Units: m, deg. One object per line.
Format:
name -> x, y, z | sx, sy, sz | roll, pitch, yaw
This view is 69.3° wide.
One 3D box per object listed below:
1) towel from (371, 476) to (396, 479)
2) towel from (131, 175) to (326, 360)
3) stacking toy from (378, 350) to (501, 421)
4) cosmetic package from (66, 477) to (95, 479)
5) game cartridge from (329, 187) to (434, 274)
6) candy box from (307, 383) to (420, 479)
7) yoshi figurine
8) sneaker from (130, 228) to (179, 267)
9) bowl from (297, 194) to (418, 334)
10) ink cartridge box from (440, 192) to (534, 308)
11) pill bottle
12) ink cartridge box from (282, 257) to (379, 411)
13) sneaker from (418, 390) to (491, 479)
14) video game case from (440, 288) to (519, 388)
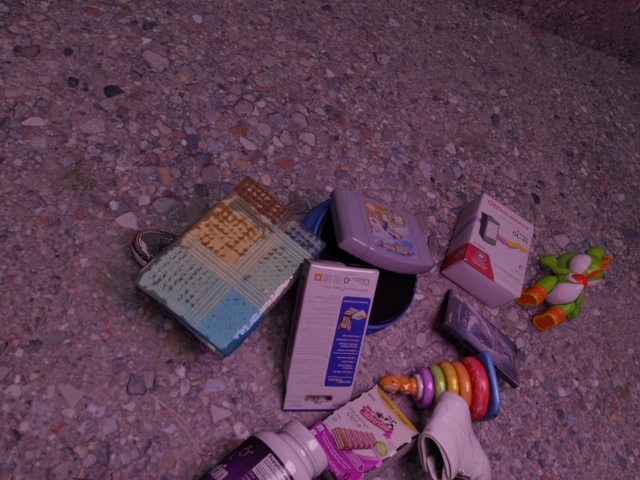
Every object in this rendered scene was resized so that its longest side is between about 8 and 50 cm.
towel -> 0.258, 0.701, 0.979 | 0.375, 0.090, 0.320 | 5, 59, 8
towel -> -0.196, 0.051, 1.069 | 0.271, 0.040, 0.370 | 42, 65, 0
stacking toy -> 0.300, 0.384, 1.216 | 0.302, 0.175, 0.165 | 5, 60, -10
cosmetic package -> -0.384, 0.504, 0.799 | 0.151, 0.183, 0.151 | 19, 58, -16
game cartridge -> 0.165, -0.015, 1.199 | 0.297, 0.062, 0.198 | 17, 41, -30
candy box -> 0.091, 0.462, 1.075 | 0.233, 0.071, 0.159 | -21, 49, -33
yoshi figurine -> 0.826, 0.148, 1.587 | 0.362, 0.203, 0.203 | -32, 40, -20
sneaker -> -0.304, 0.046, 1.118 | 0.299, 0.112, 0.121 | 24, 57, -11
bowl -> 0.113, 0.058, 1.267 | 0.391, 0.077, 0.391 | 10, 72, -32
ink cartridge box -> 0.549, 0.030, 1.512 | 0.226, 0.131, 0.306 | 32, 57, -6
pill bottle -> -0.143, 0.509, 0.911 | 0.323, 0.181, 0.181 | -32, 81, -34
ink cartridge box -> 0.016, 0.232, 1.114 | 0.176, 0.069, 0.371 | 7, 99, -20
sneaker -> 0.312, 0.531, 1.106 | 0.169, 0.108, 0.292 | -37, 110, -42
video game case -> 0.472, 0.281, 1.363 | 0.274, 0.026, 0.196 | 40, 30, 0
